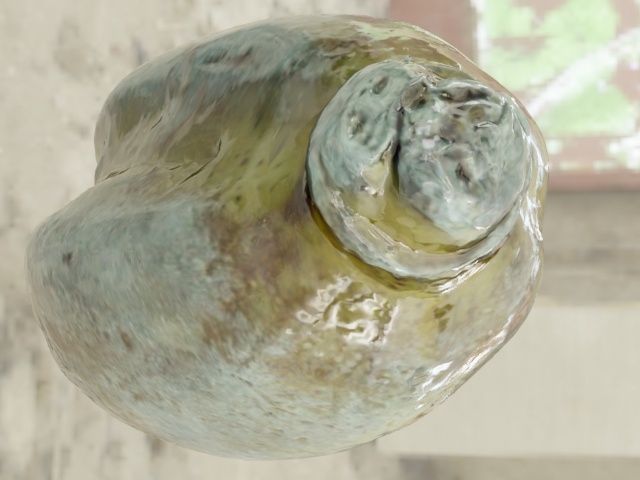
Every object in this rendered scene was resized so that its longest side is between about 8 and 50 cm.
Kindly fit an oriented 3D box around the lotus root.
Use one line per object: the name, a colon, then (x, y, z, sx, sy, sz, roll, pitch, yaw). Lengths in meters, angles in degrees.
lotus root: (0.000, 0.000, 0.612, 0.140, 0.322, 0.158, 36, 73, -20)
